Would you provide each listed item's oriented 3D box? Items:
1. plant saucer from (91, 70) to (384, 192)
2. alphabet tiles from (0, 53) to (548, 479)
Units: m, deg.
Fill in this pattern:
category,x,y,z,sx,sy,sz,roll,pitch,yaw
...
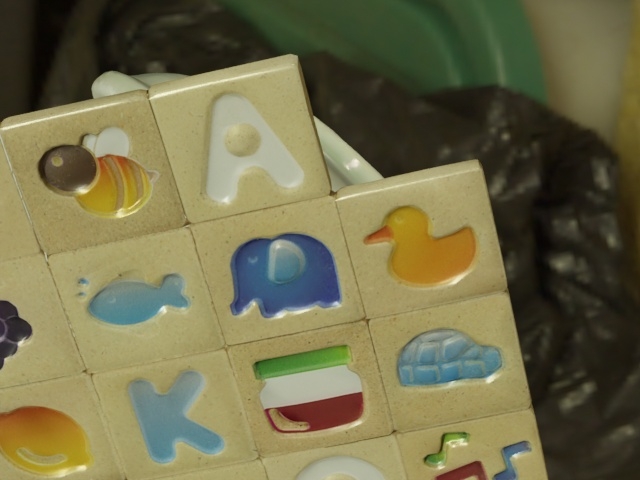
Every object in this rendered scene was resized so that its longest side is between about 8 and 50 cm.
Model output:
category,x,y,z,sx,sy,sz,roll,pitch,yaw
plant saucer,0.000,0.000,1.328,0.400,0.100,0.400,45,172,8
alphabet tiles,-0.053,0.093,0.738,0.011,0.285,0.343,-90,-13,-59
